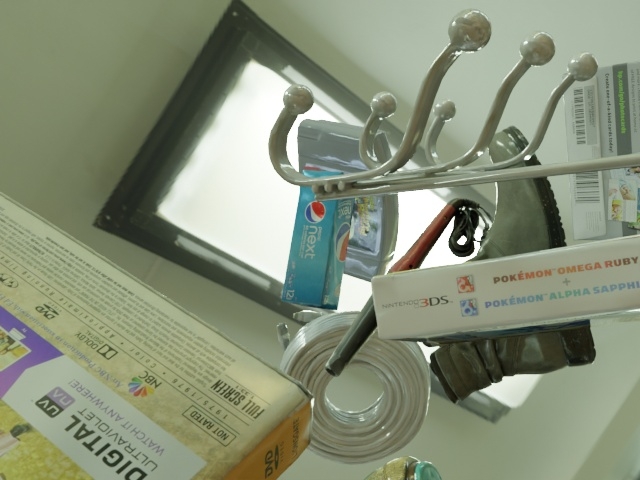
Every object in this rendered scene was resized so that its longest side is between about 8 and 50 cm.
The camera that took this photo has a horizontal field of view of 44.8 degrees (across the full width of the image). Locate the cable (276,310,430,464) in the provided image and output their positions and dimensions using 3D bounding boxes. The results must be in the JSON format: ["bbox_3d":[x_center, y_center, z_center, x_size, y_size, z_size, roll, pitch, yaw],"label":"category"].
[{"bbox_3d":[0.057,0.243,1.289,0.256,0.089,0.257,-4,-79,2],"label":"cable"}]

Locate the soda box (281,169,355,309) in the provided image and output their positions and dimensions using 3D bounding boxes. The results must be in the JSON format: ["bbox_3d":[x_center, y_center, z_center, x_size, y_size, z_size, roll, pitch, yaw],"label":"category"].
[{"bbox_3d":[0.000,0.000,1.217,0.067,0.071,0.210,22,-105,-62],"label":"soda box"}]

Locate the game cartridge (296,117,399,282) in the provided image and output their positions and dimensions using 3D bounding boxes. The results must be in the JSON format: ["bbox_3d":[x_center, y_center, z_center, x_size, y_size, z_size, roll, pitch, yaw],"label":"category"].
[{"bbox_3d":[0.051,-0.067,1.416,0.060,0.196,0.294,-36,-49,-47],"label":"game cartridge"}]

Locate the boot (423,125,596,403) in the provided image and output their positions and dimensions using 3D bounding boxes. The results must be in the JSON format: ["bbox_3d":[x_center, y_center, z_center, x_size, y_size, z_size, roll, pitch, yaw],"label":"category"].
[{"bbox_3d":[0.153,0.026,0.740,0.161,0.083,0.247,-15,-90,9],"label":"boot"}]

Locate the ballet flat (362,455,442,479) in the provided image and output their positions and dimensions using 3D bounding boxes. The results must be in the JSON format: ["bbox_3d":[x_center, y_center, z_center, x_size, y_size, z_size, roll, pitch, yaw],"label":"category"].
[{"bbox_3d":[0.104,0.380,0.712,0.123,0.349,0.123,-13,-30,-8],"label":"ballet flat"}]

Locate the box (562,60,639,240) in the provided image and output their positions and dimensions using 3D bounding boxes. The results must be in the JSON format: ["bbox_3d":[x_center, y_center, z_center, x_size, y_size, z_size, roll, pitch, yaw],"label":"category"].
[{"bbox_3d":[0.285,-0.072,0.604,0.038,0.186,0.145,-12,-82,-41],"label":"box"}]

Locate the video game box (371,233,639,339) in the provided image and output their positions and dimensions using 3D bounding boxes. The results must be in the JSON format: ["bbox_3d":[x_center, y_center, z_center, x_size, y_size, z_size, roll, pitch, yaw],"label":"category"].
[{"bbox_3d":[0.152,0.041,0.550,0.205,0.187,0.048,22,-118,-68],"label":"video game box"}]

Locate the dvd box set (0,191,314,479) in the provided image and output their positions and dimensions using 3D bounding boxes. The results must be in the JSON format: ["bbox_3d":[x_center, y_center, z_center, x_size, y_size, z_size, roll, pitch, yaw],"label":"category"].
[{"bbox_3d":[-0.250,0.146,0.394,0.420,0.307,0.062,-39,-36,-38],"label":"dvd box set"}]

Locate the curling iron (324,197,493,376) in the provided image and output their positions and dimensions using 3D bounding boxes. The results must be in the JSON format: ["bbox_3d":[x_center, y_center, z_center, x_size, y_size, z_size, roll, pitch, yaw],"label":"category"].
[{"bbox_3d":[0.097,0.043,0.825,0.274,0.068,0.035,-42,-30,-28],"label":"curling iron"}]

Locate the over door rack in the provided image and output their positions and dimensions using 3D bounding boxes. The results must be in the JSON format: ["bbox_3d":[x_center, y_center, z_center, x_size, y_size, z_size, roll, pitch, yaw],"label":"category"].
[{"bbox_3d":[0.167,-0.069,0.456,0.239,0.324,0.108,-12,-73,-56],"label":"over door rack"}]
